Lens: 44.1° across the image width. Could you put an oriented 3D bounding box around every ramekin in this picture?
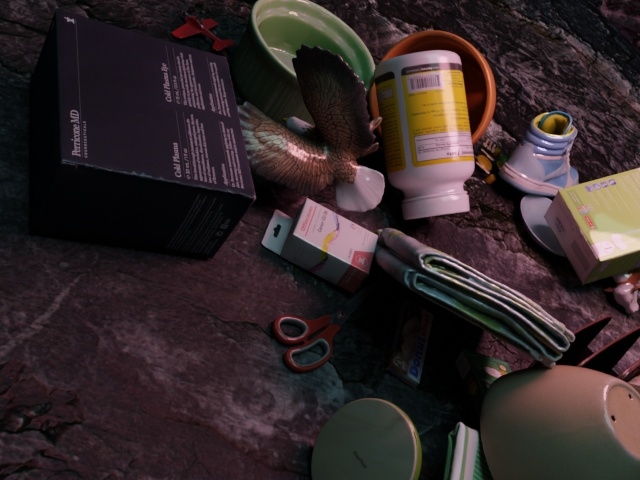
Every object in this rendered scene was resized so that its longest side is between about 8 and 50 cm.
[{"bbox_3d":[-0.045,-0.377,1.719,0.303,0.148,0.304,20,45,-22],"label":"ramekin"}]

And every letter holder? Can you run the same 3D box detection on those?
[{"bbox_3d":[0.558,0.238,1.563,0.301,0.215,0.152,-14,51,-43],"label":"letter holder"}]

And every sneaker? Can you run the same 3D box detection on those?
[{"bbox_3d":[0.605,-0.221,2.003,0.319,0.208,0.127,-3,37,-48],"label":"sneaker"}]

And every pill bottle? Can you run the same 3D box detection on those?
[{"bbox_3d":[0.224,-0.217,1.674,0.187,0.187,0.334,-8,91,-41],"label":"pill bottle"}]

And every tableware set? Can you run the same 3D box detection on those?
[{"bbox_3d":[0.443,-0.194,2.025,0.104,0.024,0.154,40,40,-6],"label":"tableware set"}]

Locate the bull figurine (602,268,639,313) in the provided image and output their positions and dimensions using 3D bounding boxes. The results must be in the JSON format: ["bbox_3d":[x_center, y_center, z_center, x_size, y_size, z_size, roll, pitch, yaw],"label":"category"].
[{"bbox_3d":[0.760,0.037,2.002,0.188,0.101,0.311,5,54,-39],"label":"bull figurine"}]

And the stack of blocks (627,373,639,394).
[{"bbox_3d":[0.625,0.397,1.457,0.171,0.087,0.297,-15,106,-45],"label":"stack of blocks"}]

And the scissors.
[{"bbox_3d":[0.031,0.152,1.413,0.297,0.021,0.109,-16,63,-45],"label":"scissors"}]

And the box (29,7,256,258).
[{"bbox_3d":[-0.307,-0.173,1.319,0.312,0.179,0.343,11,49,-31],"label":"box"}]

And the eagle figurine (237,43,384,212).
[{"bbox_3d":[-0.008,-0.193,1.487,0.298,0.225,0.227,40,55,-63],"label":"eagle figurine"}]

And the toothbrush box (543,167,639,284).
[{"bbox_3d":[0.715,-0.041,1.878,0.283,0.122,0.206,-16,62,-12],"label":"toothbrush box"}]

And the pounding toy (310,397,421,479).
[{"bbox_3d":[0.094,0.364,1.185,0.110,0.182,0.237,37,33,-46],"label":"pounding toy"}]

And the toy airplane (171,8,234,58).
[{"bbox_3d":[-0.252,-0.453,1.721,0.151,0.028,0.151,21,43,-22],"label":"toy airplane"}]

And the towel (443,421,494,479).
[{"bbox_3d":[0.324,0.461,1.287,0.324,0.038,0.248,28,55,-22],"label":"towel"}]

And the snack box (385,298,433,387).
[{"bbox_3d":[0.169,0.189,1.478,0.064,0.022,0.178,33,41,-10],"label":"snack box"}]

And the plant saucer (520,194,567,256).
[{"bbox_3d":[0.562,-0.029,1.955,0.194,0.037,0.195,21,44,-22],"label":"plant saucer"}]

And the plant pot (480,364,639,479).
[{"bbox_3d":[0.431,0.321,1.293,0.284,0.191,0.284,23,50,-30],"label":"plant pot"}]

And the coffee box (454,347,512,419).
[{"bbox_3d":[0.324,0.283,1.459,0.113,0.040,0.184,19,26,-22],"label":"coffee box"}]

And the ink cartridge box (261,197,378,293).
[{"bbox_3d":[0.000,0.000,1.476,0.198,0.067,0.115,27,41,-8],"label":"ink cartridge box"}]

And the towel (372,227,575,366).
[{"bbox_3d":[0.259,0.086,1.437,0.320,0.090,0.374,30,2,-9],"label":"towel"}]

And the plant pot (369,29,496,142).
[{"bbox_3d":[0.285,-0.334,1.854,0.291,0.291,0.203,51,26,12],"label":"plant pot"}]
